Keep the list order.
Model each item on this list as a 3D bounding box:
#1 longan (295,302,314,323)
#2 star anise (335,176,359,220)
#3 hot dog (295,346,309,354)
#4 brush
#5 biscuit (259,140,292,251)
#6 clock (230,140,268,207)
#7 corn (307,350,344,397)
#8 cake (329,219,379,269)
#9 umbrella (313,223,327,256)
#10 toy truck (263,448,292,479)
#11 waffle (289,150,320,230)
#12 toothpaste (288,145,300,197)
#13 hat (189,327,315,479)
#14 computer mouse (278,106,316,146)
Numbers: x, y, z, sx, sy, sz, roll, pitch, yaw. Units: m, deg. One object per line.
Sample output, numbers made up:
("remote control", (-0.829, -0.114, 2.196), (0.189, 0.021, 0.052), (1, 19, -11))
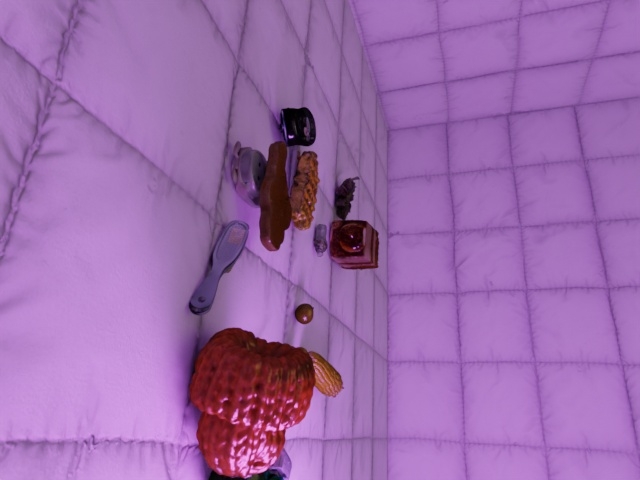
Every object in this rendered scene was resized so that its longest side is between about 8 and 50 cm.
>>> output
("longan", (-0.052, 0.258, 1.653), (0.083, 0.075, 0.075), (-22, 110, -42))
("star anise", (0.124, -0.218, 2.312), (0.230, 0.081, 0.263), (59, 43, -55))
("hot dog", (-0.100, 0.451, 1.465), (0.068, 0.083, 0.289), (55, 30, -25))
("brush", (-0.242, 0.070, 1.132), (0.060, 0.068, 0.297), (100, 7, -47))
("biscuit", (-0.129, -0.129, 1.336), (0.183, 0.047, 0.320), (2, 89, -75))
("clock", (-0.194, -0.187, 1.315), (0.191, 0.062, 0.152), (45, 44, -64))
("corn", (0.002, 0.498, 1.744), (0.305, 0.106, 0.106), (58, 32, -49))
("cake", (0.145, 0.017, 2.158), (0.293, 0.198, 0.196), (35, 59, -63))
("umbrella", (0.000, 0.000, 1.918), (0.067, 0.062, 0.144), (122, -27, -65))
("toy truck", (-0.140, 0.649, 1.218), (0.216, 0.116, 0.110), (-72, 152, -50))
("waffle", (-0.057, -0.184, 1.703), (0.309, 0.065, 0.283), (-68, 161, -62))
("toothpaste", (-0.098, -0.244, 1.698), (0.052, 0.033, 0.218), (41, 52, -69))
("hat", (-0.191, 0.403, 1.034), (0.400, 0.285, 0.285), (-65, 160, -1))
("computer mouse", (-0.089, -0.399, 1.647), (0.233, 0.096, 0.137), (-21, 100, -67))
